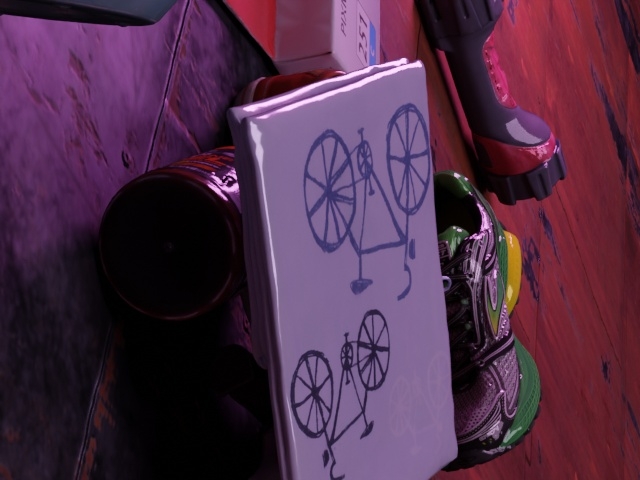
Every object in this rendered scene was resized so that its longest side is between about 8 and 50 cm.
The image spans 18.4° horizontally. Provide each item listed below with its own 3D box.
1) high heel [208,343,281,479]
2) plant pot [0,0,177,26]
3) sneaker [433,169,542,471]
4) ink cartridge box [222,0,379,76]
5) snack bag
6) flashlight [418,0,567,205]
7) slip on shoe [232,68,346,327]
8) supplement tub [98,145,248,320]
[{"bbox_3d":[-0.009,0.221,1.507,0.186,0.093,0.261,39,37,-55],"label":"high heel"},{"bbox_3d":[-0.160,-0.236,1.009,0.293,0.293,0.235,-1,99,-71],"label":"plant pot"},{"bbox_3d":[0.127,0.079,1.961,0.146,0.134,0.343,53,25,-43],"label":"sneaker"},{"bbox_3d":[-0.014,-0.286,1.760,0.261,0.066,0.296,50,36,-59],"label":"ink cartridge box"},{"bbox_3d":[0.025,0.050,1.440,0.323,0.037,0.342,-29,114,-64],"label":"snack bag"},{"bbox_3d":[0.205,-0.187,2.296,0.103,0.103,0.304,-72,149,-50],"label":"flashlight"},{"bbox_3d":[0.000,0.000,1.555,0.123,0.101,0.331,38,38,-48],"label":"slip on shoe"},{"bbox_3d":[-0.075,-0.011,1.406,0.198,0.106,0.106,-29,110,-71],"label":"supplement tub"}]
